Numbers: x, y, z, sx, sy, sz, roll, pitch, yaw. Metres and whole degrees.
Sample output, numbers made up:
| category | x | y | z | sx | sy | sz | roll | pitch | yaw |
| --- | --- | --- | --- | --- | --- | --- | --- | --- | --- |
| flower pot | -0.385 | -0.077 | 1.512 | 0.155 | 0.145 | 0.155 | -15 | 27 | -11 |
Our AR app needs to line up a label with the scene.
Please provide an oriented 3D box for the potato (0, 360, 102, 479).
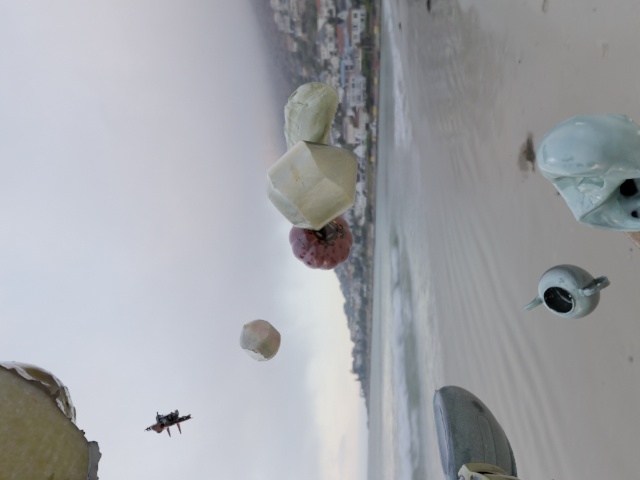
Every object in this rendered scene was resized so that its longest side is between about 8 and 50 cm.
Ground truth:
| category | x | y | z | sx | sy | sz | roll | pitch | yaw |
| --- | --- | --- | --- | --- | --- | --- | --- | --- | --- |
| potato | -0.499 | 0.326 | 0.709 | 0.289 | 0.237 | 0.300 | -42 | -79 | -40 |

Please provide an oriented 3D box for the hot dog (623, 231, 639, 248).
| category | x | y | z | sx | sy | sz | roll | pitch | yaw |
| --- | --- | --- | --- | --- | --- | --- | --- | --- | --- |
| hot dog | 0.567 | -0.082 | 0.896 | 0.087 | 0.061 | 0.285 | 85 | 172 | -53 |

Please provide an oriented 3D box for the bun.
| category | x | y | z | sx | sy | sz | roll | pitch | yaw |
| --- | --- | --- | --- | --- | --- | --- | --- | --- | --- |
| bun | -0.032 | -0.315 | 1.296 | 0.229 | 0.145 | 0.229 | 16 | -90 | -88 |

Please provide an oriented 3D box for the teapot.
| category | x | y | z | sx | sy | sz | roll | pitch | yaw |
| --- | --- | --- | --- | --- | --- | --- | --- | --- | --- |
| teapot | 0.835 | 0.177 | 1.629 | 0.193 | 0.130 | 0.294 | 60 | 149 | 4 |

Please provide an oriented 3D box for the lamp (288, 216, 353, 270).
| category | x | y | z | sx | sy | sz | roll | pitch | yaw |
| --- | --- | --- | --- | --- | --- | --- | --- | --- | --- |
| lamp | 0.000 | 0.000 | 1.326 | 0.140 | 0.182 | 0.181 | 121 | 157 | -58 |

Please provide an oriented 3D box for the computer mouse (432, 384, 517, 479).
| category | x | y | z | sx | sy | sz | roll | pitch | yaw |
| --- | --- | --- | --- | --- | --- | --- | --- | --- | --- |
| computer mouse | 0.404 | 0.541 | 1.270 | 0.114 | 0.203 | 0.373 | -55 | 26 | 35 |

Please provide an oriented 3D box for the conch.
| category | x | y | z | sx | sy | sz | roll | pitch | yaw |
| --- | --- | --- | --- | --- | --- | --- | --- | --- | --- |
| conch | 0.421 | -0.098 | 0.706 | 0.221 | 0.121 | 0.185 | 40 | -172 | -36 |

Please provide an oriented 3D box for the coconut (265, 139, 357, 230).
| category | x | y | z | sx | sy | sz | roll | pitch | yaw |
| --- | --- | --- | --- | --- | --- | --- | --- | --- | --- |
| coconut | -0.012 | -0.138 | 1.142 | 0.202 | 0.222 | 0.202 | 51 | -177 | -4 |

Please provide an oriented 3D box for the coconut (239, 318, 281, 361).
| category | x | y | z | sx | sy | sz | roll | pitch | yaw |
| --- | --- | --- | --- | --- | --- | --- | --- | --- | --- |
| coconut | -0.174 | 0.274 | 1.334 | 0.124 | 0.110 | 0.110 | 46 | -150 | -26 |

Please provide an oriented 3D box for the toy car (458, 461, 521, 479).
| category | x | y | z | sx | sy | sz | roll | pitch | yaw |
| --- | --- | --- | --- | --- | --- | --- | --- | --- | --- |
| toy car | 0.349 | 0.519 | 0.910 | 0.256 | 0.101 | 0.124 | -93 | 15 | -63 |

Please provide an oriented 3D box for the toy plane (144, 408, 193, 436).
| category | x | y | z | sx | sy | sz | roll | pitch | yaw |
| --- | --- | --- | --- | --- | --- | --- | --- | --- | --- |
| toy plane | -0.413 | 0.482 | 1.271 | 0.189 | 0.130 | 0.061 | 80 | 175 | -65 |
